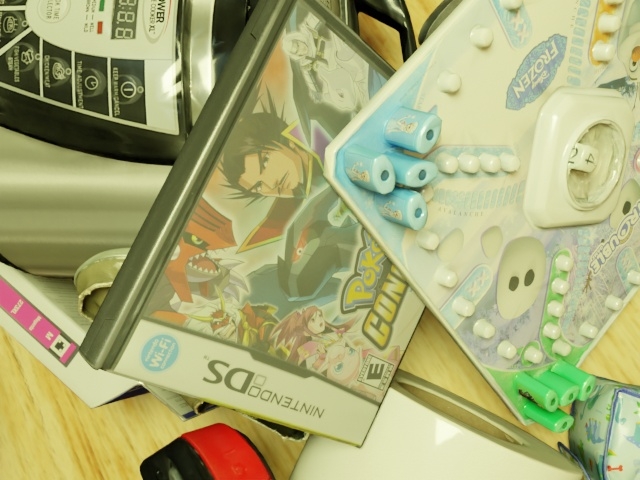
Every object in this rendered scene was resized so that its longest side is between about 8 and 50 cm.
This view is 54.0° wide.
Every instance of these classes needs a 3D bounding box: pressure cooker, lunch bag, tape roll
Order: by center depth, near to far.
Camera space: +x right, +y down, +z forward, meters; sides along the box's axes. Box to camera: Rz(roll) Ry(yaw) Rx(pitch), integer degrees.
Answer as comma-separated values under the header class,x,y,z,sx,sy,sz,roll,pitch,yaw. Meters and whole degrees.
class,x,y,z,sx,sy,sz,roll,pitch,yaw
tape roll,0.100,0.238,0.609,0.246,0.246,0.169,24,87,12
lunch bag,0.299,0.220,0.633,0.096,0.129,0.151,11,87,10
pressure cooker,-0.111,-0.140,0.637,0.421,0.369,0.375,2,38,10

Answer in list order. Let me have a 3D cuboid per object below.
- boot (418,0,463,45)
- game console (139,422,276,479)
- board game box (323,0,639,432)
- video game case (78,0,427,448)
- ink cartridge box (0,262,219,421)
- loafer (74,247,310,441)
class,x,y,z,sx,sy,sz,roll,pitch,yaw
boot,0.299,-0.261,0.707,0.338,0.118,0.222,-29,74,1
game console,-0.066,0.374,0.600,0.060,0.342,0.386,-20,76,-34
board game box,0.241,-0.067,0.551,0.390,0.390,0.050,-48,34,-11
video game case,0.000,0.000,0.467,0.035,0.248,0.274,19,81,52
ink cartridge box,-0.273,0.096,0.728,0.371,0.176,0.069,35,90,12
loafer,-0.092,0.091,0.525,0.251,0.087,0.094,27,133,-12
